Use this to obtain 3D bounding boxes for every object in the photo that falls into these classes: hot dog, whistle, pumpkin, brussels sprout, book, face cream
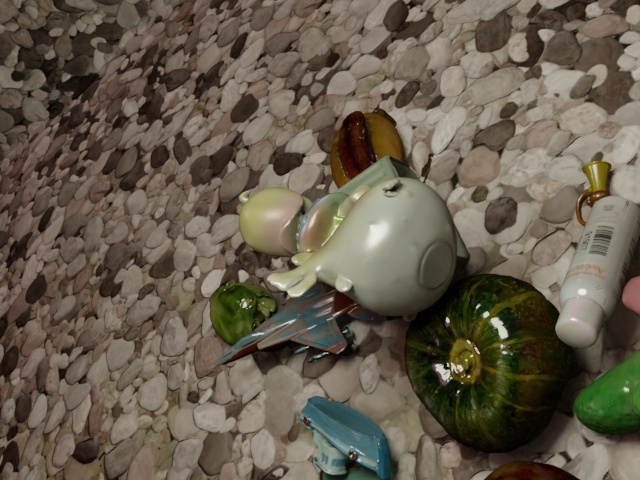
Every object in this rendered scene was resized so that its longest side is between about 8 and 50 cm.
[{"bbox_3d":[0.104,-0.162,1.587,0.194,0.107,0.326,-41,44,11],"label":"hot dog"},{"bbox_3d":[0.441,-0.071,1.283,0.057,0.046,0.109,-2,67,24],"label":"whistle"},{"bbox_3d":[0.257,0.175,1.178,0.260,0.189,0.260,-5,83,46],"label":"pumpkin"},{"bbox_3d":[-0.171,0.151,1.628,0.181,0.101,0.139,18,95,35],"label":"brussels sprout"},{"bbox_3d":[0.061,0.419,1.293,0.135,0.017,0.103,-21,48,29],"label":"book"},{"bbox_3d":[0.399,0.044,1.139,0.082,0.082,0.269,-6,35,38],"label":"face cream"}]

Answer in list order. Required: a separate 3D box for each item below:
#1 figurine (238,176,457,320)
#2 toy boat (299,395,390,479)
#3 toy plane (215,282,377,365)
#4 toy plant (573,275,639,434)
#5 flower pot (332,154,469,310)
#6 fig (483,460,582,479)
[{"bbox_3d":[0.000,0.000,1.193,0.394,0.226,0.275,17,33,40],"label":"figurine"},{"bbox_3d":[0.040,0.341,1.320,0.215,0.088,0.102,20,99,50],"label":"toy boat"},{"bbox_3d":[-0.052,0.165,1.495,0.326,0.104,0.222,-34,45,14],"label":"toy plane"},{"bbox_3d":[0.497,0.130,0.981,0.317,0.211,0.356,22,91,45],"label":"toy plant"},{"bbox_3d":[0.118,-0.009,1.395,0.190,0.239,0.209,-36,15,19],"label":"flower pot"},{"bbox_3d":[0.262,0.443,1.016,0.217,0.217,0.320,47,125,48],"label":"fig"}]
